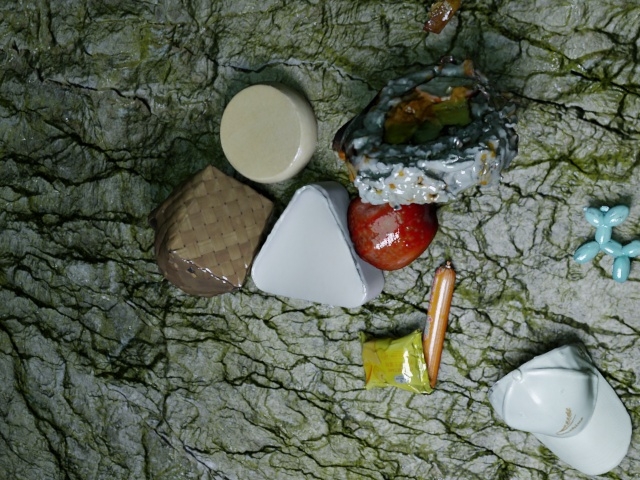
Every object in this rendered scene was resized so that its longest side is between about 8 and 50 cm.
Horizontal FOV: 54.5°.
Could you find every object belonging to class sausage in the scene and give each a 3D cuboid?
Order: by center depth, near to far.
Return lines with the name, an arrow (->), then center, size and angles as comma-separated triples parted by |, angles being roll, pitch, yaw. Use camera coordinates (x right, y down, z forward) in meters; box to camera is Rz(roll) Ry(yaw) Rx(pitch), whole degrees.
sausage -> 0.286, 0.218, 1.542 | 0.053, 0.053, 0.347 | 13, 103, 23

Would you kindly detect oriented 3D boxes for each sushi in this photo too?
sushi -> 0.233, -0.222, 1.346 | 0.418, 0.417, 0.175 | -7, 135, 26
sushi -> 0.279, -0.530, 1.433 | 0.060, 0.061, 0.118 | 41, 114, 2

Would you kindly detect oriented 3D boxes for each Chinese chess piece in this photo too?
Chinese chess piece -> -0.138, -0.285, 1.643 | 0.274, 0.102, 0.273 | 4, 99, 23

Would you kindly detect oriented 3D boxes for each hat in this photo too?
hat -> 0.537, 0.395, 1.387 | 0.258, 0.168, 0.301 | -45, 78, 24

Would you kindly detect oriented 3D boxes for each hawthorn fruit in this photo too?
hawthorn fruit -> 0.184, -0.047, 1.475 | 0.250, 0.215, 0.215 | -29, 85, 10

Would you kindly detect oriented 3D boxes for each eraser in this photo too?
eraser -> 0.000, 0.000, 1.596 | 0.332, 0.150, 0.331 | 5, 102, 26

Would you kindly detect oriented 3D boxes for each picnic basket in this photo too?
picnic basket -> -0.322, -0.014, 1.683 | 0.293, 0.337, 0.337 | 32, 117, -28

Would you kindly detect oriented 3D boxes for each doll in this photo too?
doll -> 0.625, -0.005, 1.347 | 0.159, 0.059, 0.158 | 35, 112, 18

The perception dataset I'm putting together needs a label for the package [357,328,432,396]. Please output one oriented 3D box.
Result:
package -> 0.179, 0.308, 1.568 | 0.226, 0.090, 0.168 | -13, 84, 47
